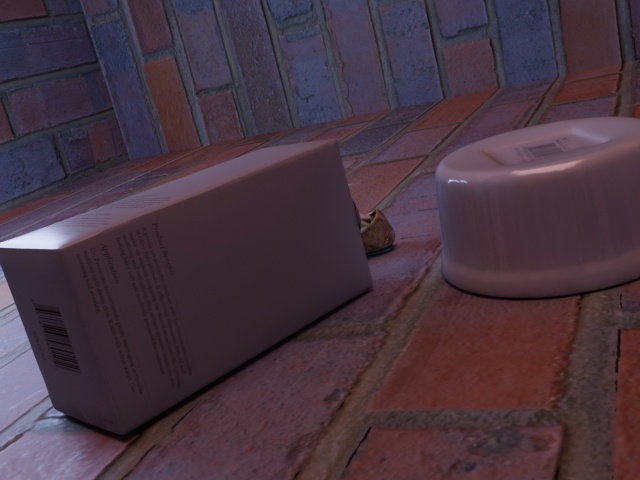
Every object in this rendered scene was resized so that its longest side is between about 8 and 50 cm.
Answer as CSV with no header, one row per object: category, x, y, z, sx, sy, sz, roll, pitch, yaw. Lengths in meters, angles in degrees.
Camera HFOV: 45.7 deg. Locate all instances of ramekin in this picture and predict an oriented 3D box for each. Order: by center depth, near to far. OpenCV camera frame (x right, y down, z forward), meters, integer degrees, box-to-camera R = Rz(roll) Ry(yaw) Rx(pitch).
ramekin,0.264,-0.049,0.876,0.277,0.135,0.277,-14,15,4

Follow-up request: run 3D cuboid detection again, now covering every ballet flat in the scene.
ballet flat,0.000,0.000,1.070,0.206,0.067,0.073,-16,19,-2

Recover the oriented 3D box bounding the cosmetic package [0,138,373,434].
cosmetic package,-0.127,0.031,0.836,0.155,0.197,0.365,0,19,46
